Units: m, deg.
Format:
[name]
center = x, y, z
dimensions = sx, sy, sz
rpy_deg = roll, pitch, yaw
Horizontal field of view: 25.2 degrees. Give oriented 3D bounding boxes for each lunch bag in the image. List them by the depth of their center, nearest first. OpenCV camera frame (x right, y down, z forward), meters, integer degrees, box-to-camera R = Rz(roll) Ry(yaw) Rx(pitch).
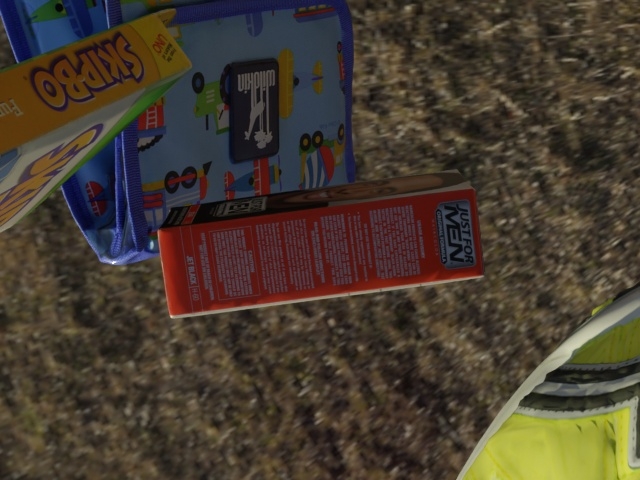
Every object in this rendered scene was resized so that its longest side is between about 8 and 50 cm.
[lunch bag]
center = -0.084, -0.127, 0.902
dimensions = 0.138, 0.221, 0.293
rpy_deg = -4, 101, 37

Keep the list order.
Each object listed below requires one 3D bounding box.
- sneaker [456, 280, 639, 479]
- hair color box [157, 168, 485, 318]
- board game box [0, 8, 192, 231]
[sneaker]
center = 0.151, 0.052, 0.385
dimensions = 0.385, 0.147, 0.145
rpy_deg = -43, 82, 21
[hair color box]
center = 0.000, 0.000, 0.659
dimensions = 0.141, 0.072, 0.043
rpy_deg = -7, 100, 0
[board game box]
center = -0.143, -0.015, 0.508
dimensions = 0.124, 0.259, 0.039
rpy_deg = -36, 94, 31
